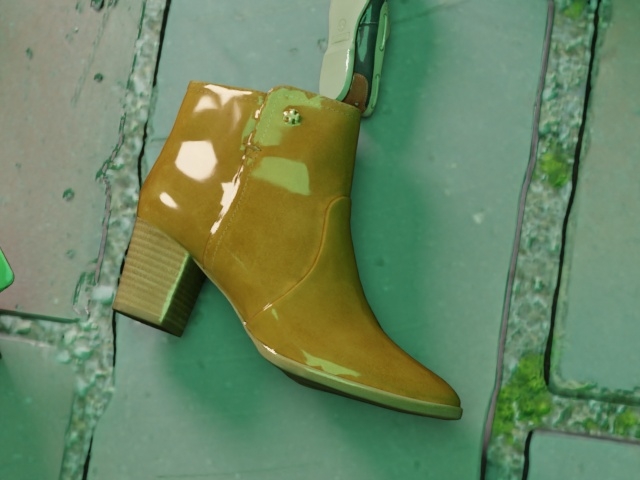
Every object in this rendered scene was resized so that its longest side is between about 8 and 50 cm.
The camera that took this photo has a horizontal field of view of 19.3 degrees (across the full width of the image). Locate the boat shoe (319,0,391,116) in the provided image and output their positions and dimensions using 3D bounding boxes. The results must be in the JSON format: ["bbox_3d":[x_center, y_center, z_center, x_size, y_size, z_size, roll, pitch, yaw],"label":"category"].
[{"bbox_3d":[0.034,-0.166,1.482,0.043,0.049,0.137,19,76,-35],"label":"boat shoe"}]

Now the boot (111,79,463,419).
[{"bbox_3d":[-0.001,0.000,1.425,0.295,0.104,0.211,20,83,12],"label":"boot"}]

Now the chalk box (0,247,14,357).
[{"bbox_3d":[-0.335,0.055,1.428,0.213,0.132,0.132,-29,78,-2],"label":"chalk box"}]
